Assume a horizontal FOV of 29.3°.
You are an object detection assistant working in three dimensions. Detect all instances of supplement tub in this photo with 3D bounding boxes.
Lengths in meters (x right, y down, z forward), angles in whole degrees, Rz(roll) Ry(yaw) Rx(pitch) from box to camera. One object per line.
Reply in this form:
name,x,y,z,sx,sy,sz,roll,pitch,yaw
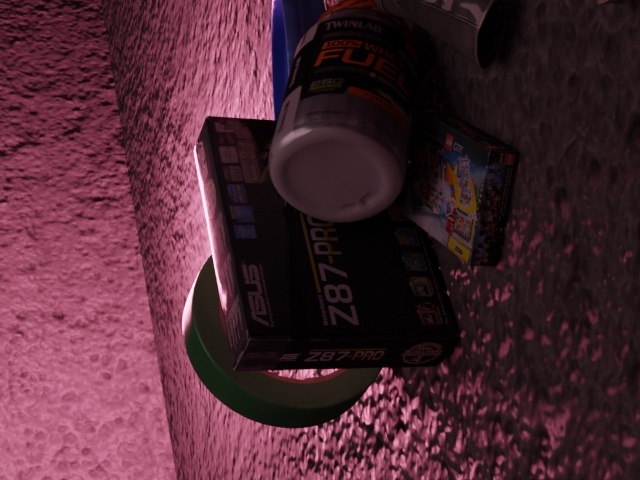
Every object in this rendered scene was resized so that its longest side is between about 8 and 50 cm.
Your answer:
supplement tub,0.042,-0.196,1.767,0.193,0.194,0.316,115,170,-47

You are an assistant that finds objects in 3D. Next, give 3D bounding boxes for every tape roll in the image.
tape roll,-0.051,0.132,1.911,0.077,0.321,0.321,119,145,-52

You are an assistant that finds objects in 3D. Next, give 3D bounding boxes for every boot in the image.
boot,0.155,-0.343,1.605,0.208,0.076,0.189,42,148,45

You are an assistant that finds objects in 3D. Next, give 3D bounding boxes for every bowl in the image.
bowl,-0.032,-0.248,2.093,0.391,0.077,0.391,176,90,-84

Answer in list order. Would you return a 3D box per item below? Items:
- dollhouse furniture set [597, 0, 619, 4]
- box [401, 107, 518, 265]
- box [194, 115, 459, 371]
dollhouse furniture set,0.306,-0.321,1.316,0.091,0.081,0.114,176,94,-69
box,0.186,-0.078,1.679,0.233,0.044,0.159,-135,50,-62
box,0.000,0.000,1.787,0.097,0.318,0.394,116,148,-50
